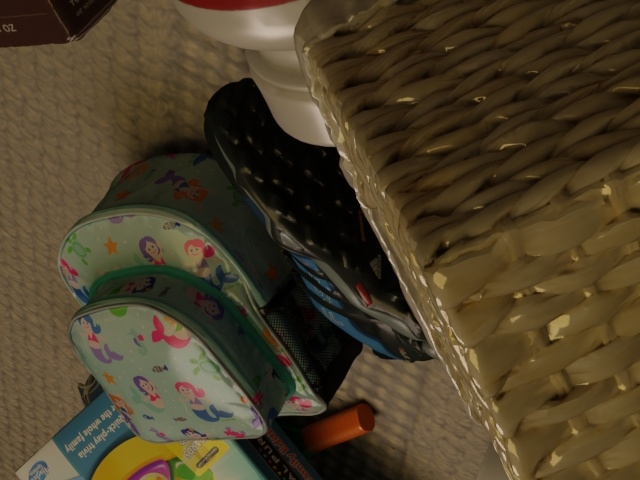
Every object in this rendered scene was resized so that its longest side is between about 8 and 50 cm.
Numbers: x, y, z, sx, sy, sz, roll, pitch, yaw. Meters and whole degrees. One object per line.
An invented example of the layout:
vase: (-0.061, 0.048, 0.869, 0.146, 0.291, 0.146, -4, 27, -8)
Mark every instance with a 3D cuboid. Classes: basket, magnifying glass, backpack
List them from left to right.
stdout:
backpack: (-0.113, 0.054, 1.585, 0.225, 0.191, 0.253, -8, 118, 39)
magnifying glass: (-0.024, 0.208, 1.798, 0.231, 0.026, 0.092, -29, 69, 49)
basket: (0.203, -0.008, 0.974, 0.266, 0.331, 0.328, -108, -7, -55)

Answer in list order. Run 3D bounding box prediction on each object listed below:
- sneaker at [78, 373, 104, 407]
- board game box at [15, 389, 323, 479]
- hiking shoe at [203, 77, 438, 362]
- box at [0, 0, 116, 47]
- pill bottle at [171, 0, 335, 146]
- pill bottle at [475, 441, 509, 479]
sneaker: (-0.225, 0.180, 1.956, 0.081, 0.080, 0.211, 39, 139, 11)
board game box: (-0.118, 0.287, 1.795, 0.336, 0.079, 0.254, 50, 122, 4)
hiking shoe: (0.000, 0.000, 1.463, 0.304, 0.113, 0.132, 47, 146, -13)
box: (-0.233, -0.271, 1.307, 0.168, 0.167, 0.203, 3, 134, 43)
pill bottle: (-0.025, -0.265, 1.052, 0.229, 0.229, 0.408, 8, 137, 39)
pill bottle: (0.275, 0.238, 1.441, 0.283, 0.160, 0.160, 21, 144, 26)
